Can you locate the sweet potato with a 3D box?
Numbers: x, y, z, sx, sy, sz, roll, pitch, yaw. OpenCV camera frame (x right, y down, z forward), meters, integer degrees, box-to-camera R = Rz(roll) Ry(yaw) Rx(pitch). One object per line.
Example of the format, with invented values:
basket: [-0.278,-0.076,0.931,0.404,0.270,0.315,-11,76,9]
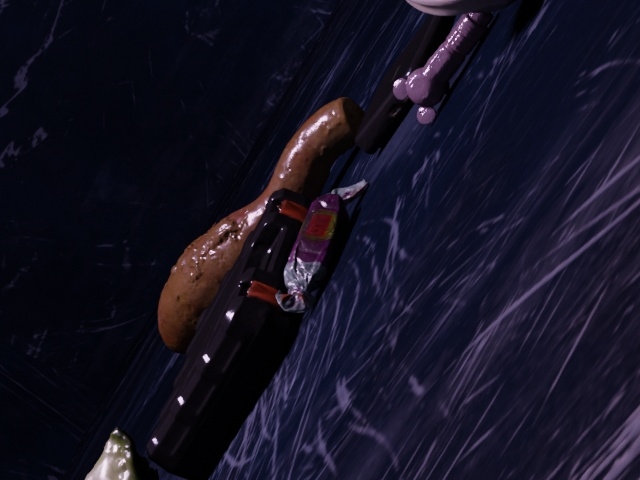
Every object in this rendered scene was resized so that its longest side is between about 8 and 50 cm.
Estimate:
sweet potato: [-0.075,-0.001,2.158,0.385,0.109,0.109,-51,11,32]

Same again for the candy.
candy: [0.000,0.000,1.799,0.043,0.045,0.175,76,-153,-44]

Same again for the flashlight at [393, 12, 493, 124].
flashlight: [0.108,-0.151,1.647,0.110,0.052,0.031,-52,-27,22]

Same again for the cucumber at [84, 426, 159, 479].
cucumber: [-0.228,0.341,1.860,0.325,0.105,0.145,-62,-21,-3]

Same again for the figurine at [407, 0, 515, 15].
figurine: [0.128,-0.256,1.525,0.163,0.141,0.236,-18,40,29]

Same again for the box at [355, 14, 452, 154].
box: [0.084,-0.157,1.903,0.125,0.027,0.126,-52,9,42]

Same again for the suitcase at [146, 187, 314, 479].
suitcase: [-0.078,0.087,1.923,0.206,0.066,0.285,-59,6,26]
